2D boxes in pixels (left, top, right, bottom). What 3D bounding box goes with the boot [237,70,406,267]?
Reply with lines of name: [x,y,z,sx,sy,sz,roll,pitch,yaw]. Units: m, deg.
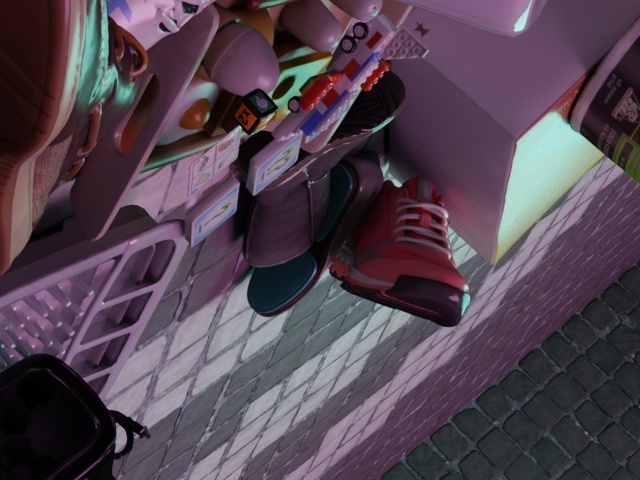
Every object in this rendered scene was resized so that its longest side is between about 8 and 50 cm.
boot: [-0.001,-0.064,1.508,0.189,0.076,0.208,-29,154,-8]

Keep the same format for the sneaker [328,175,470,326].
sneaker: [0.084,-0.001,1.626,0.314,0.115,0.136,-148,-102,-76]

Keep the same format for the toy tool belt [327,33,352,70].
toy tool belt: [0.017,-0.144,1.400,0.083,0.052,0.051,-50,155,17]

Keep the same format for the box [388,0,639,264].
box: [0.201,-0.154,1.626,0.215,0.168,0.345,-43,163,-13]

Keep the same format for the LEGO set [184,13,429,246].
LEGO set: [-0.018,-0.075,1.164,0.182,0.060,0.244,-41,171,-15]

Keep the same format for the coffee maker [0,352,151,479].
coffee maker: [-0.216,0.165,1.241,0.178,0.120,0.171,107,9,-60]

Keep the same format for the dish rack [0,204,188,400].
dish rack: [-0.269,0.098,1.231,0.333,0.072,0.286,-28,157,-48]

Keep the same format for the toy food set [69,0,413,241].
toy food set: [-0.044,-0.121,1.225,0.306,0.092,0.220,-24,153,-52]

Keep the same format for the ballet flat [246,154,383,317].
ballet flat: [0.000,0.000,1.660,0.068,0.072,0.213,-3,134,-50]

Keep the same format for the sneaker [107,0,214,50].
sneaker: [-0.072,-0.185,1.013,0.237,0.086,0.085,-45,166,1]

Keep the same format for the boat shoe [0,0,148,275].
boat shoe: [-0.171,-0.103,0.925,0.123,0.123,0.342,-46,170,-31]

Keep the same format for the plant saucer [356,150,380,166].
plant saucer: [0.028,-0.046,1.720,0.119,0.021,0.119,-41,164,-15]

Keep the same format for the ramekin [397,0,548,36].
ramekin: [0.125,-0.273,1.053,0.277,0.135,0.277,25,90,-83]

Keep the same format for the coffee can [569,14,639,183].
coffee can: [0.404,-0.096,1.476,0.201,0.275,0.201,-43,163,-16]
